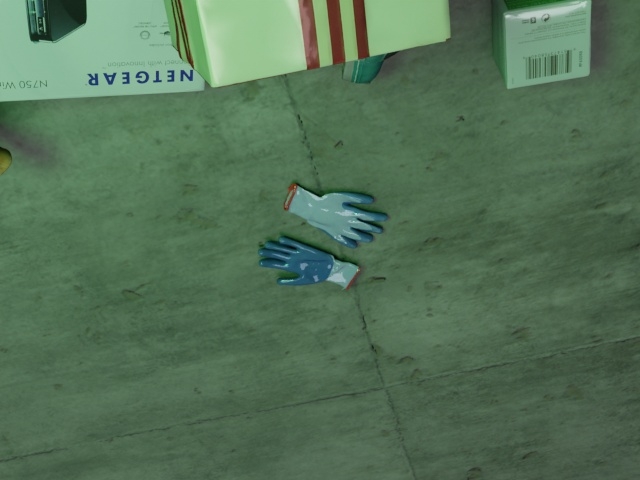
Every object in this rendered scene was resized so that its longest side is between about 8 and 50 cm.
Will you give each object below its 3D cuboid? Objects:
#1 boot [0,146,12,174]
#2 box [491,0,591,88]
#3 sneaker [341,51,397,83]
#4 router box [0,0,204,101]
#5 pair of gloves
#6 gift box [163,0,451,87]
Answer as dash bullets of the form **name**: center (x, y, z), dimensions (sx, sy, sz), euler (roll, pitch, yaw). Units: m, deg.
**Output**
- **boot**: center (-0.519, -0.198, 0.958), dimensions (0.280, 0.264, 0.096), euler (19, 106, -49)
- **box**: center (0.261, -0.251, 0.973), dimensions (0.101, 0.087, 0.101), euler (-9, 128, 5)
- **sneaker**: center (0.117, -0.299, 0.916), dimensions (0.121, 0.108, 0.302), euler (18, 125, -11)
- **router box**: center (-0.287, -0.300, 0.862), dimensions (0.336, 0.082, 0.301), euler (-7, 131, -18)
- **pair of gloves**: center (0.000, 0.000, 1.209), dimensions (0.159, 0.023, 0.198), euler (18, 125, -14)
- **gift box**: center (-0.021, -0.307, 0.730), dimensions (0.277, 0.255, 0.258), euler (-18, 117, -17)
